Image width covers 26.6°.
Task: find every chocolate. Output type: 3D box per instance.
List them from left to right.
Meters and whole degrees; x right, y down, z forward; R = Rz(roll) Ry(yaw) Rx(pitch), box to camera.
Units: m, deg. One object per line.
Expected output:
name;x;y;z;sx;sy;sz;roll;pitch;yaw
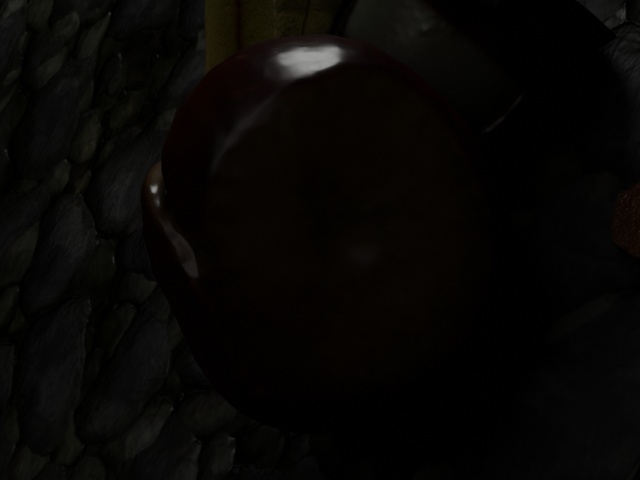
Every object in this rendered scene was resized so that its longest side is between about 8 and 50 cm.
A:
chocolate;0.159;-0.210;1.495;0.283;0.283;0.186;35;104;51

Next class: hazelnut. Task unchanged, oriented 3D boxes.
hazelnut;0.000;0.000;1.366;0.359;0.359;0.409;-29;83;27

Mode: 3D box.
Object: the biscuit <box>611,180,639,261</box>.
biscuit;0.343;-0.022;1.334;0.130;0.019;0.102;18;76;49

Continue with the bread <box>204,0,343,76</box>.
bread;-0.058;-0.267;1.900;0.167;0.163;0.264;6;98;46
